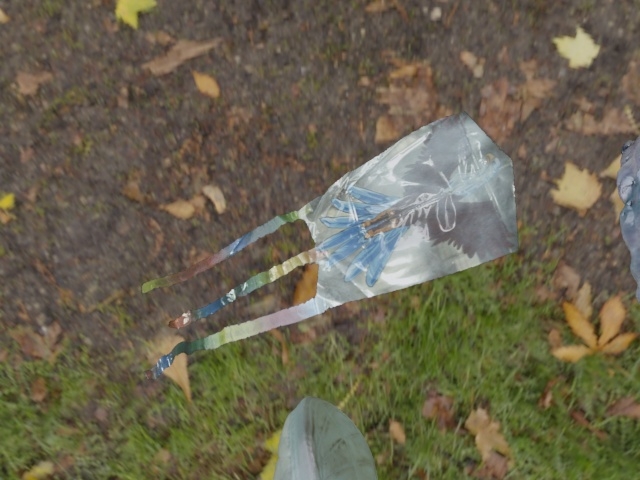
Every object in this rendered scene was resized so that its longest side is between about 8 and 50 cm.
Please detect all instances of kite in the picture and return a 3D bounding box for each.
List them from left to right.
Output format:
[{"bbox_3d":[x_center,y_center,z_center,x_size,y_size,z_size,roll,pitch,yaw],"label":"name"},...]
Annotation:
[{"bbox_3d":[0.001,0.001,0.887,0.310,0.015,0.169,-21,42,14],"label":"kite"}]

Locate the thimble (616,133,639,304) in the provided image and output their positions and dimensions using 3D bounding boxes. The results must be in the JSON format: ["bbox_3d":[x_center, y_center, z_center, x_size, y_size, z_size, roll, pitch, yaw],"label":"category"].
[{"bbox_3d":[0.425,-0.015,1.288,0.172,0.205,0.236,-8,110,26],"label":"thimble"}]

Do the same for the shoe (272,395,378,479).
[{"bbox_3d":[-0.004,0.279,1.166,0.103,0.100,0.251,26,40,-32],"label":"shoe"}]
